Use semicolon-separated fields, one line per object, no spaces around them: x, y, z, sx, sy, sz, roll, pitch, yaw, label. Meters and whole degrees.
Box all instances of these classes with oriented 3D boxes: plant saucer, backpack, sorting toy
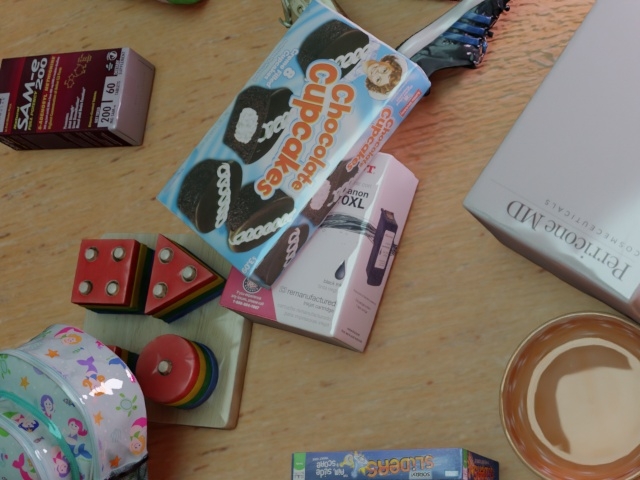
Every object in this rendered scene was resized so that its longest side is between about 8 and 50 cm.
0.299;0.179;1.289;0.199;0.037;0.200;-9;69;24;plant saucer
-0.323;0.240;1.430;0.225;0.191;0.254;26;121;32;backpack
-0.223;0.107;1.538;0.255;0.089;0.257;1;74;26;sorting toy

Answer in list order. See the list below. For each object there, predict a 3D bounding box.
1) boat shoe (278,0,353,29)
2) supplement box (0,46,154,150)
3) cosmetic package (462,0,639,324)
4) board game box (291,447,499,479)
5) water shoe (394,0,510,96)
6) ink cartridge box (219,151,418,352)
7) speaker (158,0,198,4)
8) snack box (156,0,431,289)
0.006;-0.263;1.538;0.089;0.104;0.285;-39;62;7;boat shoe
-0.372;-0.208;1.724;0.239;0.073;0.130;-1;74;27;supplement box
0.388;-0.154;1.283;0.230;0.161;0.453;33;90;31;cosmetic package
0.086;0.261;1.310;0.201;0.136;0.035;-6;71;25;board game box
0.187;-0.260;1.481;0.203;0.073;0.080;-34;90;11;water shoe
0.000;0.000;1.457;0.171;0.100;0.237;13;79;29;ink cartridge box
-0.297;-0.439;1.733;0.296;0.131;0.131;22;84;30;speaker
-0.035;-0.121;1.422;0.187;0.060;0.322;39;91;31;snack box
